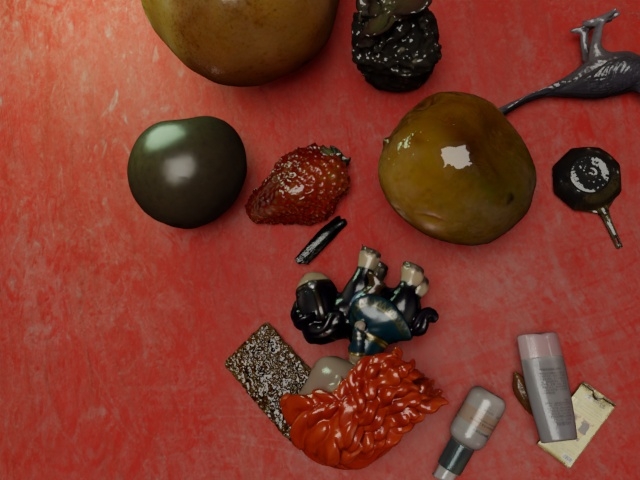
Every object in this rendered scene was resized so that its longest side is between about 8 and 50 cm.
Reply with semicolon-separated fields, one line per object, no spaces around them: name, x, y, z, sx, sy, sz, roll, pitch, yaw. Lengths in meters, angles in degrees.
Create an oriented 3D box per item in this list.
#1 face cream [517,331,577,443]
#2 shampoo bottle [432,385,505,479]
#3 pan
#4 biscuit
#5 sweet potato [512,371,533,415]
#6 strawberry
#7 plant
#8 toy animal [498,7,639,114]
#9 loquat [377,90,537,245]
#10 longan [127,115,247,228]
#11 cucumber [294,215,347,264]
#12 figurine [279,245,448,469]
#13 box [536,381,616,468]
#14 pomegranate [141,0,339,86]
face cream;0.418;0.270;1.254;0.084;0.057;0.198;-1;70;-13
shampoo bottle;0.273;0.368;1.271;0.074;0.074;0.192;30;87;14
pan;0.544;-0.098;1.305;0.128;0.048;0.202;-46;76;1
biscuit;-0.079;0.292;1.378;0.131;0.026;0.237;-45;75;3
sweet potato;0.385;0.291;1.283;0.034;0.034;0.095;-23;84;7
strawberry;-0.047;-0.110;1.393;0.175;0.107;0.236;41;91;15
plant;0.149;-0.404;1.343;0.178;0.234;0.204;3;76;6
toy animal;0.536;-0.339;1.323;0.367;0.081;0.205;3;93;11
loquat;0.250;-0.128;1.271;0.284;0.276;0.276;37;90;-11
longan;-0.271;-0.148;1.388;0.248;0.248;0.248;-2;81;11
cucumber;0.000;-0.001;1.404;0.033;0.034;0.135;42;91;19
figurine;0.071;0.213;1.275;0.306;0.241;0.411;-4;70;2
box;0.476;0.343;1.264;0.073;0.020;0.149;37;90;15
pomegranate;-0.154;-0.518;1.340;0.417;0.416;0.416;-2;81;11
